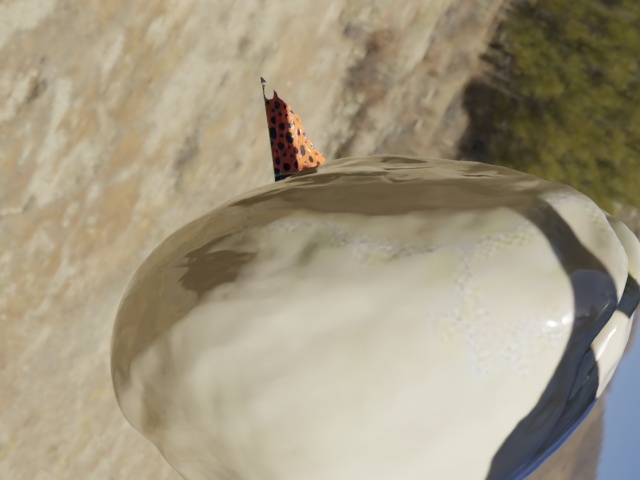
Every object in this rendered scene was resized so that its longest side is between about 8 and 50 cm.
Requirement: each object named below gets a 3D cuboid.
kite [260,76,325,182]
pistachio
[{"bbox_3d":[0.001,0.000,0.881,0.222,0.008,0.125,47,53,-34],"label":"kite"},{"bbox_3d":[0.026,0.053,0.667,0.208,0.332,0.226,33,59,-38],"label":"pistachio"}]
